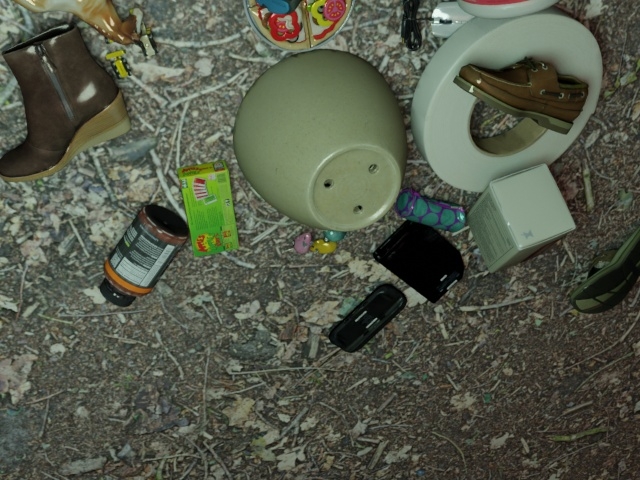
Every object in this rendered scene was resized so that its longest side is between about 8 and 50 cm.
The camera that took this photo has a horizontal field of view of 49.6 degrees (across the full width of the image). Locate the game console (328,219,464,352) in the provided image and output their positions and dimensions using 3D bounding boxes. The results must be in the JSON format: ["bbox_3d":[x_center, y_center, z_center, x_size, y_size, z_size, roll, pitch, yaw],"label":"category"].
[{"bbox_3d":[0.156,0.121,1.599,0.361,0.044,0.213,-45,123,12],"label":"game console"}]

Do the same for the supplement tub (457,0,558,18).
[{"bbox_3d":[0.306,-0.522,1.129,0.191,0.191,0.272,-19,127,-6],"label":"supplement tub"}]

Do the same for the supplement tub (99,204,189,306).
[{"bbox_3d":[-0.344,0.034,1.329,0.106,0.106,0.198,27,111,-31],"label":"supplement tub"}]

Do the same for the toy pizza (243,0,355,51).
[{"bbox_3d":[-0.032,-0.418,1.181,0.201,0.032,0.201,-9,125,-13],"label":"toy pizza"}]

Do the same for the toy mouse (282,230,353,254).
[{"bbox_3d":[0.000,0.000,1.422,0.161,0.031,0.143,-14,163,-7],"label":"toy mouse"}]

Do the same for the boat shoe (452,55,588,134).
[{"bbox_3d":[0.363,-0.281,1.243,0.307,0.111,0.104,6,122,-40],"label":"boat shoe"}]

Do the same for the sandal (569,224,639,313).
[{"bbox_3d":[0.741,0.068,1.746,0.303,0.086,0.120,-43,121,-7],"label":"sandal"}]

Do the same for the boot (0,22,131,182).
[{"bbox_3d":[-0.452,-0.219,1.116,0.248,0.090,0.207,-26,135,-2],"label":"boot"}]

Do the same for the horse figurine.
[{"bbox_3d":[-0.395,-0.400,1.046,0.263,0.066,0.174,2,118,-20],"label":"horse figurine"}]

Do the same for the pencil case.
[{"bbox_3d":[0.238,-0.064,1.489,0.151,0.064,0.070,13,133,-27],"label":"pencil case"}]

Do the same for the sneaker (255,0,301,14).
[{"bbox_3d":[-0.110,-0.519,1.049,0.140,0.125,0.341,-47,120,-24],"label":"sneaker"}]

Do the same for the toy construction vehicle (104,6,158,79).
[{"bbox_3d":[-0.317,-0.327,1.146,0.086,0.035,0.098,-18,124,6],"label":"toy construction vehicle"}]

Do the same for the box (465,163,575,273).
[{"bbox_3d":[0.408,-0.040,1.444,0.126,0.149,0.232,-20,167,-6],"label":"box"}]

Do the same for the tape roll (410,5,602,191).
[{"bbox_3d":[0.368,-0.270,1.366,0.392,0.072,0.392,-12,131,-14],"label":"tape roll"}]

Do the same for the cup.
[{"bbox_3d":[0.025,-0.149,1.253,0.331,0.237,0.331,-9,124,-13],"label":"cup"}]

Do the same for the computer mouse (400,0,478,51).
[{"bbox_3d":[0.241,-0.408,1.275,0.193,0.042,0.106,-10,124,-13],"label":"computer mouse"}]

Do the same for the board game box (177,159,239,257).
[{"bbox_3d":[-0.216,-0.060,1.348,0.092,0.043,0.181,-12,125,-11],"label":"board game box"}]
